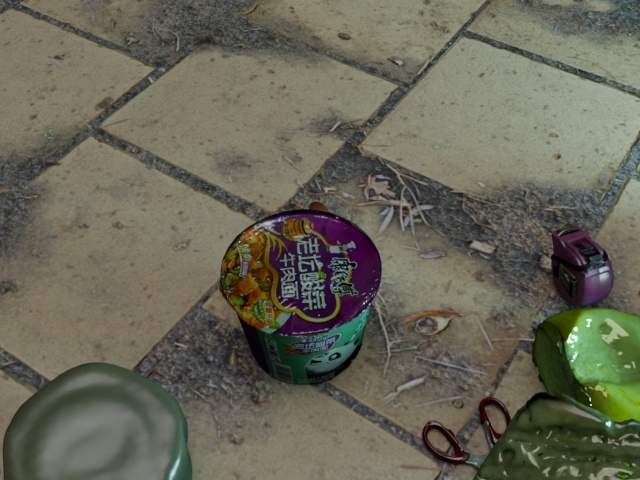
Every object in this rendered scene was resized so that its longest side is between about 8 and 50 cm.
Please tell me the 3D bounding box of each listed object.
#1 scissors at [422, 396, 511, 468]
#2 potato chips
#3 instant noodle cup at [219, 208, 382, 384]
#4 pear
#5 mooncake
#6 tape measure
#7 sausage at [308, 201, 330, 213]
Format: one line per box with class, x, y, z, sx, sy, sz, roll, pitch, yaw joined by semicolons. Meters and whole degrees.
scissors;0.264;0.353;1.202;0.144;0.017;0.247;-20;53;-15
potato chips;0.368;0.413;1.066;0.389;0.097;0.373;25;79;18
instant noodle cup;-0.027;0.103;1.308;0.251;0.190;0.251;-1;49;1
pear;0.474;0.218;1.225;0.293;0.159;0.292;1;48;-2
mooncake;-0.315;0.314;1.169;0.275;0.135;0.275;1;52;-1
tape measure;0.442;0.049;1.397;0.074;0.118;0.125;-16;33;-10
sausage;0.000;0.000;1.497;0.043;0.043;0.186;-1;50;0
